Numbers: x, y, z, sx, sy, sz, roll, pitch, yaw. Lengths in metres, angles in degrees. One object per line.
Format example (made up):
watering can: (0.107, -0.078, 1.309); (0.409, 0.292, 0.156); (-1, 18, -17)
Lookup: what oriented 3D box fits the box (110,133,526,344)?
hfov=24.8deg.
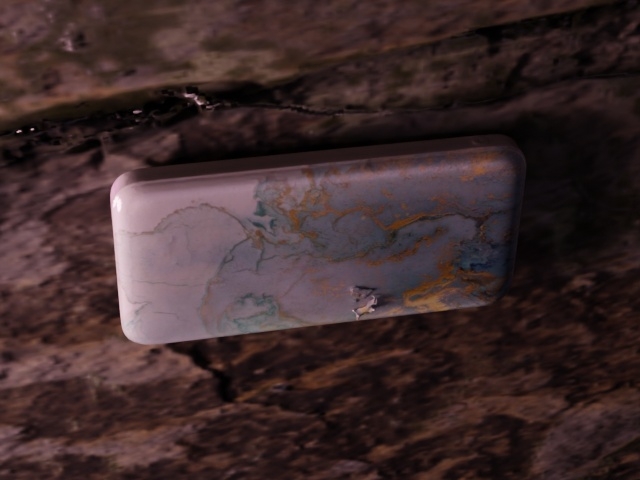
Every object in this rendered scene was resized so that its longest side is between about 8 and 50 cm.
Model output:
box: (0.000, 0.000, 1.016); (0.285, 0.044, 0.142); (-6, 126, -9)
